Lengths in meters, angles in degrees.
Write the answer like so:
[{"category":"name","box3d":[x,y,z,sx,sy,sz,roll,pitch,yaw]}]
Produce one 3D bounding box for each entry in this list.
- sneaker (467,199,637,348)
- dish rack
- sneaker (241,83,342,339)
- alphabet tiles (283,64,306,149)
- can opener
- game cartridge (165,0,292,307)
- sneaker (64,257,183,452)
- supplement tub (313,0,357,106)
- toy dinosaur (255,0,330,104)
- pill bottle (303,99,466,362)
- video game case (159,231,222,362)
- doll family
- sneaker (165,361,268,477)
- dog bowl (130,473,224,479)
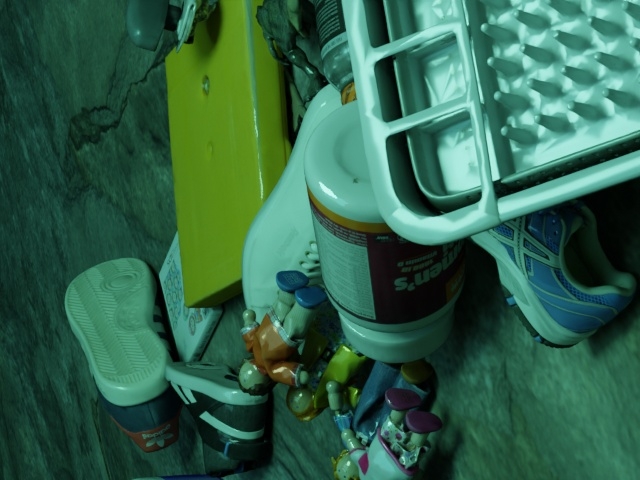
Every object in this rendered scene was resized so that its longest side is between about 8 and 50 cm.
[{"category":"sneaker","box3d":[0.148,-0.024,1.010,0.211,0.080,0.081,52,140,-6]},{"category":"dish rack","box3d":[0.169,-0.162,0.900,0.333,0.072,0.285,-20,70,35]},{"category":"sneaker","box3d":[0.000,0.000,1.345,0.123,0.106,0.290,-119,38,-50]},{"category":"alphabet tiles","box3d":[-0.048,-0.075,1.564,0.198,0.009,0.237,113,147,-41]},{"category":"can opener","box3d":[-0.161,-0.323,1.633,0.280,0.093,0.074,-86,16,-45]},{"category":"game cartridge","box3d":[-0.105,-0.103,1.620,0.285,0.053,0.323,153,113,-63]},{"category":"sneaker","box3d":[-0.258,0.154,1.899,0.350,0.131,0.148,-113,7,-59]},{"category":"supplement tub","box3d":[0.052,-0.203,1.216,0.117,0.117,0.190,146,121,-61]},{"category":"toy dinosaur","box3d":[-0.016,-0.206,1.388,0.118,0.064,0.268,56,169,-2]},{"category":"pill bottle","box3d":[0.056,-0.002,1.138,0.221,0.121,0.121,80,170,-52]},{"category":"video game case","box3d":[-0.168,0.066,1.813,0.143,0.019,0.157,119,141,-47]},{"category":"doll family","box3d":[0.032,0.151,1.313,0.263,0.118,0.163,48,129,30]},{"category":"sneaker","box3d":[-0.130,0.214,1.664,0.217,0.079,0.121,-168,79,-64]},{"category":"dog bowl","box3d":[-0.172,0.421,1.733,0.265,0.104,0.264,180,90,-65]}]
